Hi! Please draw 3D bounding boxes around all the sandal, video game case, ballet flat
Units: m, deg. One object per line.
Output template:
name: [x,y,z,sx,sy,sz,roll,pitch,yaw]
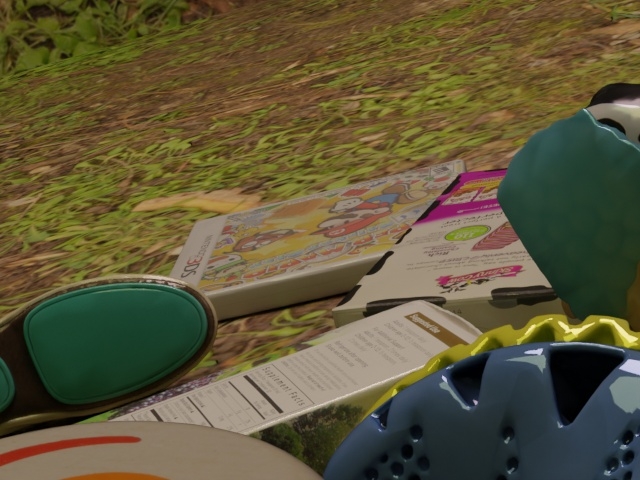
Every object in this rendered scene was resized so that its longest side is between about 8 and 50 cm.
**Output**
sandal: [0.138,0.103,0.662,0.317,0.126,0.138,-9,21,25]
video game case: [0.000,0.000,1.300,0.227,0.026,0.206,-13,16,9]
ballet flat: [-0.185,0.082,1.114,0.248,0.086,0.086,-17,16,-2]

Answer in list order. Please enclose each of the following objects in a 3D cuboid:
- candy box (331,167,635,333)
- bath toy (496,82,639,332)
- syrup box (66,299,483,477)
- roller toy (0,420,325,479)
candy box: [0.125,0.021,1.029,0.159,0.071,0.233,-6,18,26]
bath toy: [0.230,-0.040,0.941,0.129,0.151,0.348,-37,-6,31]
syrup box: [-0.029,0.116,0.811,0.237,0.093,0.096,-20,16,-14]
roller toy: [-0.074,0.162,0.601,0.209,0.146,0.191,-17,24,-28]
